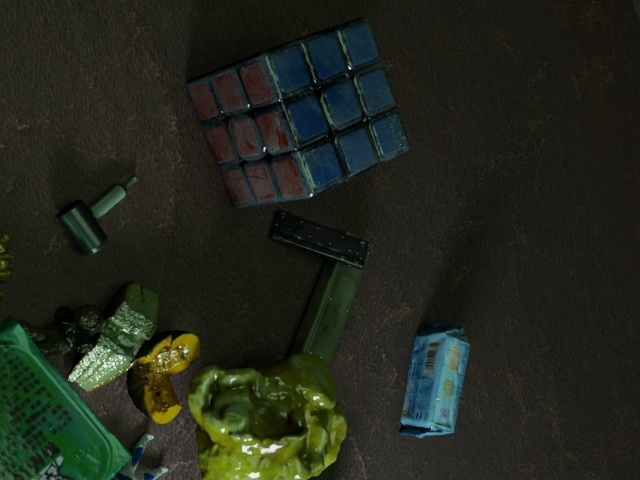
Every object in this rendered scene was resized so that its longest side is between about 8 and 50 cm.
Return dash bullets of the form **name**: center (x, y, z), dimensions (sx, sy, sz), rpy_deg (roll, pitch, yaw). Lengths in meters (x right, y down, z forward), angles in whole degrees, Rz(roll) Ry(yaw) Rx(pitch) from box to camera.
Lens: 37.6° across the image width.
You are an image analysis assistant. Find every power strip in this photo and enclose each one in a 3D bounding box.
- **power strip**: center (0.015, 0.162, 2.143), dimensions (0.092, 0.066, 0.387), rpy_deg (36, 64, -33)

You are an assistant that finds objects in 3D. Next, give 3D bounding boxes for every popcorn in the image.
- **popcorn**: center (-0.119, 0.384, 1.926), dimensions (0.334, 0.293, 0.292), rpy_deg (-7, 59, -57)

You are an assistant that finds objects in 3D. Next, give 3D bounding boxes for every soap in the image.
- **soap**: center (0.277, 0.337, 2.274), dimensions (0.077, 0.156, 0.293), rpy_deg (16, 80, -25)

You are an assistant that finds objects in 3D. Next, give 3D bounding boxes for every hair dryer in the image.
- **hair dryer**: center (-0.415, -0.067, 1.830), dimensions (0.197, 0.057, 0.100), rpy_deg (-49, 118, -35)

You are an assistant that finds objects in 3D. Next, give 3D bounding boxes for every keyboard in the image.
- **keyboard**: center (0.000, 0.000, 2.120), dimensions (0.231, 0.023, 0.072), rpy_deg (20, 69, -15)

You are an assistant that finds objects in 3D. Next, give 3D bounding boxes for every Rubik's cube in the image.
- **Rubik's cube**: center (-0.045, -0.262, 1.967), dimensions (0.301, 0.304, 0.305), rpy_deg (-28, 106, -36)

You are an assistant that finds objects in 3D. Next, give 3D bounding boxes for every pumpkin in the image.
- **pumpkin**: center (-0.318, 0.256, 1.843), dimensions (0.119, 0.108, 0.183), rpy_deg (39, 71, -54)

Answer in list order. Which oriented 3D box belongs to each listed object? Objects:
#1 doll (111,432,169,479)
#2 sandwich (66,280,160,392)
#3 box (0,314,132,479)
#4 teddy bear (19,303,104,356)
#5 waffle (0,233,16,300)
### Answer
- **doll**: center (-0.382, 0.469, 1.792), dimensions (0.227, 0.057, 0.114), rpy_deg (-34, 113, -50)
- **sandwich**: center (-0.387, 0.182, 1.808), dimensions (0.090, 0.088, 0.244), rpy_deg (42, 64, -24)
- **box**: center (-0.537, 0.336, 1.637), dimensions (0.264, 0.106, 0.336), rpy_deg (-40, 104, -15)
- **teddy bear**: center (-0.477, 0.177, 1.744), dimensions (0.160, 0.119, 0.078), rpy_deg (-22, 140, -22)
- **waffle**: center (-0.649, 0.035, 1.640), dimensions (0.231, 0.051, 0.228), rpy_deg (42, 61, -29)
